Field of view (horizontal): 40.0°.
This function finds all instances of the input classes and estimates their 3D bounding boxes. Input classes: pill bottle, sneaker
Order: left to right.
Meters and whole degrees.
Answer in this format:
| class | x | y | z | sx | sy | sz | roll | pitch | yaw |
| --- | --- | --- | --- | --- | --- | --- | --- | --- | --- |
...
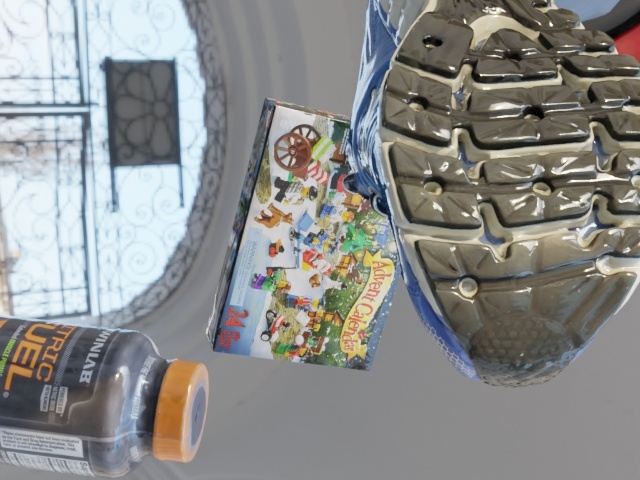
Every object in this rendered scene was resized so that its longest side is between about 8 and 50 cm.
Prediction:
| class | x | y | z | sx | sy | sz | roll | pitch | yaw |
| --- | --- | --- | --- | --- | --- | --- | --- | --- | --- |
| pill bottle | -0.226 | 0.136 | 0.772 | 0.130 | 0.246 | 0.130 | 6 | 90 | -86 |
| sneaker | 0.081 | -0.052 | 0.461 | 0.330 | 0.130 | 0.147 | -89 | -177 | -48 |

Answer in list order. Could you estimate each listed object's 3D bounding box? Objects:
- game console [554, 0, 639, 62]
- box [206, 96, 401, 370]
| class | x | y | z | sx | sy | sz | roll | pitch | yaw |
| --- | --- | --- | --- | --- | --- | --- | --- | --- | --- |
| game console | 0.320 | -0.296 | 0.876 | 0.342 | 0.060 | 0.386 | -53 | -166 | -4 |
| box | 0.000 | 0.000 | 0.809 | 0.044 | 0.159 | 0.233 | -129 | -129 | -65 |
